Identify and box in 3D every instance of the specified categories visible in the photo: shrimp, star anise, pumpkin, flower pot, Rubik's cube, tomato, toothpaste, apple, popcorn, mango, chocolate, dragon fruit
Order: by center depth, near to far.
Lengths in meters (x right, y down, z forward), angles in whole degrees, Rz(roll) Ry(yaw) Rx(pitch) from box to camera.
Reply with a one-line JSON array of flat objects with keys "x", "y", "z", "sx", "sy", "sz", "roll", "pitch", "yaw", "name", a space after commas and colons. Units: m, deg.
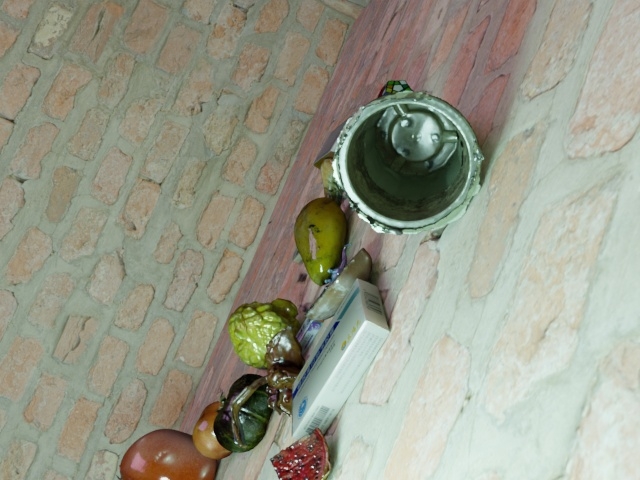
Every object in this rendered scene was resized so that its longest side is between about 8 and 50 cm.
[{"x": 0.183, "y": -0.185, "z": 1.289, "sx": 0.290, "sy": 0.291, "sz": 0.259, "roll": -59, "pitch": 2, "yaw": 26, "name": "flower pot"}, {"x": -0.028, "y": 0.484, "z": 1.308, "sx": 0.127, "sy": 0.121, "sz": 0.161, "roll": 60, "pitch": 168, "yaw": 26, "name": "dragon fruit"}, {"x": 0.058, "y": 0.128, "z": 1.585, "sx": 0.161, "sy": 0.083, "sz": 0.261, "roll": -48, "pitch": -3, "yaw": -35, "name": "chocolate"}, {"x": -0.129, "y": 0.403, "z": 1.702, "sx": 0.346, "sy": 0.148, "sz": 0.237, "roll": -58, "pitch": 16, "yaw": -9, "name": "star anise"}, {"x": -0.052, "y": 0.298, "z": 1.825, "sx": 0.196, "sy": 0.047, "sz": 0.040, "roll": -60, "pitch": 29, "yaw": 21, "name": "toothpaste"}, {"x": 0.227, "y": -0.409, "z": 1.850, "sx": 0.112, "sy": 0.133, "sz": 0.133, "roll": -38, "pitch": -15, "yaw": -53, "name": "Rubik's cube"}, {"x": -0.234, "y": 0.518, "z": 1.890, "sx": 0.238, "sy": 0.159, "sz": 0.237, "roll": -160, "pitch": 90, "yaw": -81, "name": "pumpkin"}, {"x": -0.002, "y": -0.007, "z": 1.931, "sx": 0.329, "sy": 0.176, "sz": 0.176, "roll": -83, "pitch": -23, "yaw": -60, "name": "mango"}, {"x": -0.175, "y": 0.282, "z": 1.982, "sx": 0.237, "sy": 0.205, "sz": 0.251, "roll": -24, "pitch": 8, "yaw": 18, "name": "popcorn"}, {"x": 0.071, "y": -0.139, "z": 2.024, "sx": 0.058, "sy": 0.169, "sz": 0.296, "roll": -37, "pitch": -37, "yaw": -24, "name": "shrimp"}, {"x": -0.350, "y": 0.640, "z": 2.132, "sx": 0.201, "sy": 0.162, "sz": 0.201, "roll": -60, "pitch": 15, "yaw": 28, "name": "apple"}, {"x": -0.529, "y": 0.806, "z": 2.204, "sx": 0.272, "sy": 0.341, "sz": 0.341, "roll": -59, "pitch": 7, "yaw": -35, "name": "tomato"}]

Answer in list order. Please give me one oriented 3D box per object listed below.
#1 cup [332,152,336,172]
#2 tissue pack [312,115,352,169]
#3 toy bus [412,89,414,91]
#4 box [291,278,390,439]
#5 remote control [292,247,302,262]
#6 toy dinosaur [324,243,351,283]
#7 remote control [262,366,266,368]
[{"x": 0.149, "y": -0.251, "z": 1.727, "sx": 0.255, "sy": 0.173, "sz": 0.202, "roll": -66, "pitch": 14, "yaw": -2, "name": "cup"}, {"x": 0.099, "y": -0.284, "z": 2.031, "sx": 0.135, "sy": 0.160, "sz": 0.246, "roll": -62, "pitch": 11, "yaw": -11, "name": "tissue pack"}, {"x": 0.264, "y": -0.456, "z": 1.978, "sx": 0.043, "sy": 0.031, "sz": 0.110, "roll": -59, "pitch": 12, "yaw": -1, "name": "toy bus"}, {"x": 0.037, "y": 0.276, "z": 1.429, "sx": 0.343, "sy": 0.065, "sz": 0.200, "roll": -61, "pitch": 13, "yaw": 20, "name": "box"}, {"x": -0.052, "y": 0.023, "z": 2.359, "sx": 0.221, "sy": 0.042, "sz": 0.078, "roll": -48, "pitch": 22, "yaw": 57, "name": "remote control"}, {"x": 0.051, "y": 0.101, "z": 1.771, "sx": 0.080, "sy": 0.045, "sz": 0.197, "roll": 21, "pitch": 94, "yaw": 66, "name": "toy dinosaur"}, {"x": -0.197, "y": 0.404, "z": 2.204, "sx": 0.102, "sy": 0.056, "sz": 0.277, "roll": -68, "pitch": 11, "yaw": -15, "name": "remote control"}]
